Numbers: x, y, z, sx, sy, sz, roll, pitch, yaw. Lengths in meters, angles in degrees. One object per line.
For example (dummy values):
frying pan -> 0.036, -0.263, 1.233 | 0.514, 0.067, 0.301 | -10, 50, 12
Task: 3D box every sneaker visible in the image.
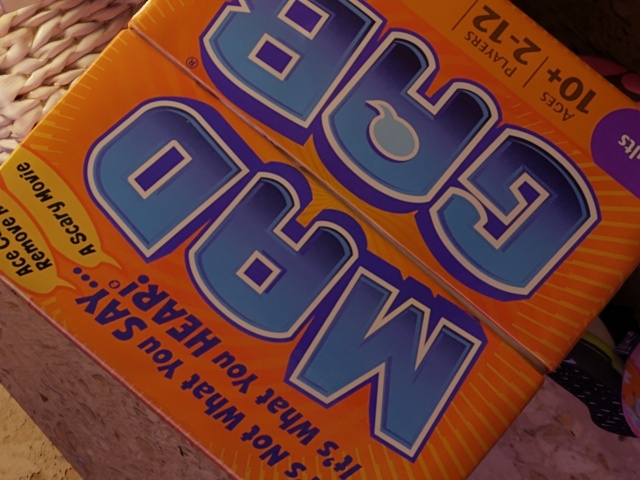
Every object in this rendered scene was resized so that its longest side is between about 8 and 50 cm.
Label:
sneaker -> 0.278, 0.109, 1.358 | 0.084, 0.097, 0.235 | 5, 156, 37

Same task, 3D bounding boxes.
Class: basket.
basket -> -0.251, -0.180, 1.487 | 0.328, 0.331, 0.266 | -10, 115, 57

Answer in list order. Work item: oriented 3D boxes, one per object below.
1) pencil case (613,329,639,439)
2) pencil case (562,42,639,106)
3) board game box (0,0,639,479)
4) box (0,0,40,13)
pencil case -> 0.379, 0.137, 1.209 | 0.284, 0.124, 0.124 | 13, 135, 48
pencil case -> 0.250, -0.085, 1.140 | 0.209, 0.098, 0.095 | 26, 108, 35
board game box -> 0.000, 0.000, 1.129 | 0.356, 0.356, 0.356 | 39, 171, 3
box -> -0.171, -0.324, 1.124 | 0.117, 0.243, 0.213 | -111, 1, -50
